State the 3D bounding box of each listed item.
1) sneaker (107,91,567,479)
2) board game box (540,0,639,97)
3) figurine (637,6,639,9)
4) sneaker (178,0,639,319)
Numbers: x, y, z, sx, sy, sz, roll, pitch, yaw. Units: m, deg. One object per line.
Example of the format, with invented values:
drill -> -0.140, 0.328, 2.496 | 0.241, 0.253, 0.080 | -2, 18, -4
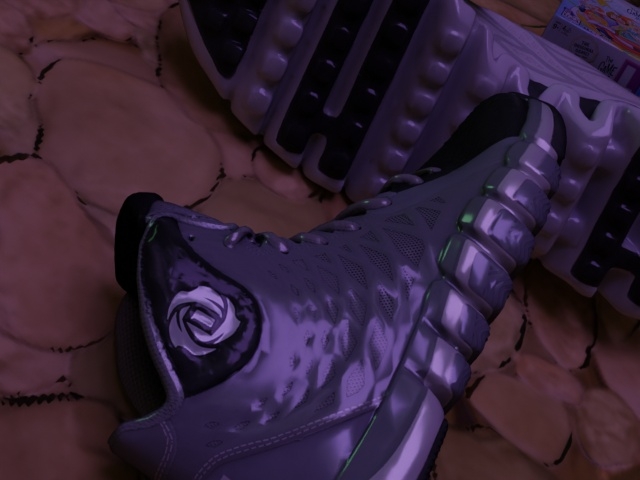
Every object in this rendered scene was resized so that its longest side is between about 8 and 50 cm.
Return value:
sneaker -> 0.000, 0.000, 0.429 | 0.132, 0.086, 0.229 | 29, 50, 0
board game box -> 0.195, -0.088, 0.656 | 0.154, 0.026, 0.103 | 30, 29, 4
figurine -> 0.285, -0.108, 0.782 | 0.215, 0.092, 0.209 | 38, 42, 5
sneaker -> 0.068, -0.065, 0.568 | 0.292, 0.110, 0.118 | 29, 21, -9
